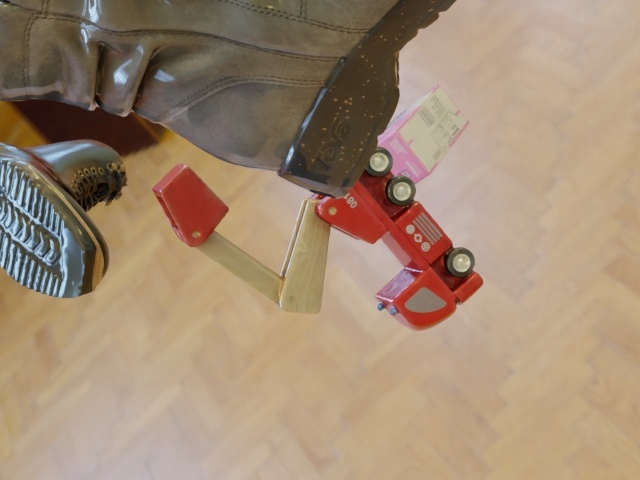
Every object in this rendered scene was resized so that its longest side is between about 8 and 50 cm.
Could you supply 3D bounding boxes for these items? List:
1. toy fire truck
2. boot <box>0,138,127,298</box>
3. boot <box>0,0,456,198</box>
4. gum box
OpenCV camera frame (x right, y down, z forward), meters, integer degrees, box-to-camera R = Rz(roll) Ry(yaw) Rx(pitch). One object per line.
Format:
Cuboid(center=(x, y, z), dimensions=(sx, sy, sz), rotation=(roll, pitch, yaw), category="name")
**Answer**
Cuboid(center=(0.000, 0.000, 0.835), dimensions=(0.135, 0.192, 0.047), rotation=(-42, 12, -8), category="toy fire truck")
Cuboid(center=(-0.168, -0.030, 0.897), dimensions=(0.198, 0.137, 0.076), rotation=(36, 120, 38), category="boot")
Cuboid(center=(-0.041, -0.165, 0.587), dimensions=(0.118, 0.223, 0.338), rotation=(-90, 21, -51), category="boot")
Cuboid(center=(0.093, -0.103, 1.482), dimensions=(0.107, 0.062, 0.188), rotation=(-35, 7, 31), category="gum box")
